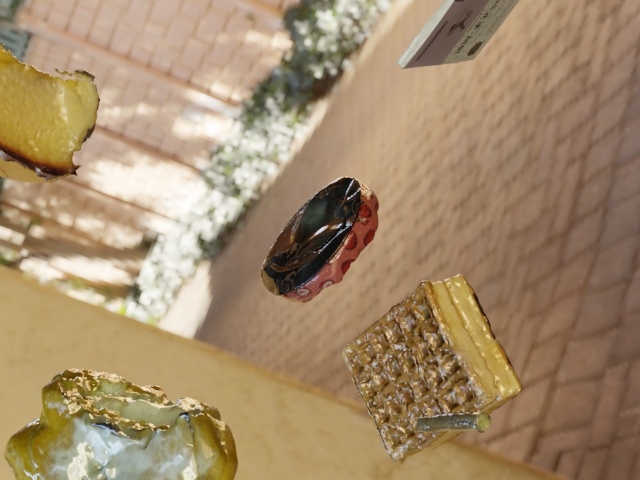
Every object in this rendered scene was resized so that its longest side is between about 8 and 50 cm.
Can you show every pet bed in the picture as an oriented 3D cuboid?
[{"bbox_3d":[0.000,0.000,1.851,0.201,0.053,0.201,-42,24,24],"label":"pet bed"}]

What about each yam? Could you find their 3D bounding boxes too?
[{"bbox_3d":[0.163,0.236,1.807,0.129,0.033,0.027,-13,98,49],"label":"yam"}]

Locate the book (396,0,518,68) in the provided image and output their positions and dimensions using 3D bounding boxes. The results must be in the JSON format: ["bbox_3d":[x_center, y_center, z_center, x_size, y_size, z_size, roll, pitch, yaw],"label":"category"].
[{"bbox_3d":[0.167,-0.248,1.581,0.127,0.014,0.182,-51,-18,29],"label":"book"}]

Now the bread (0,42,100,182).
[{"bbox_3d":[-0.333,-0.147,1.561,0.169,0.160,0.140,129,156,-75],"label":"bread"}]

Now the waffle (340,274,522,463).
[{"bbox_3d":[0.162,0.197,2.134,0.213,0.091,0.308,63,146,13],"label":"waffle"}]

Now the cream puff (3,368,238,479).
[{"bbox_3d":[-0.256,0.330,1.902,0.270,0.323,0.274,46,-118,-72],"label":"cream puff"}]
